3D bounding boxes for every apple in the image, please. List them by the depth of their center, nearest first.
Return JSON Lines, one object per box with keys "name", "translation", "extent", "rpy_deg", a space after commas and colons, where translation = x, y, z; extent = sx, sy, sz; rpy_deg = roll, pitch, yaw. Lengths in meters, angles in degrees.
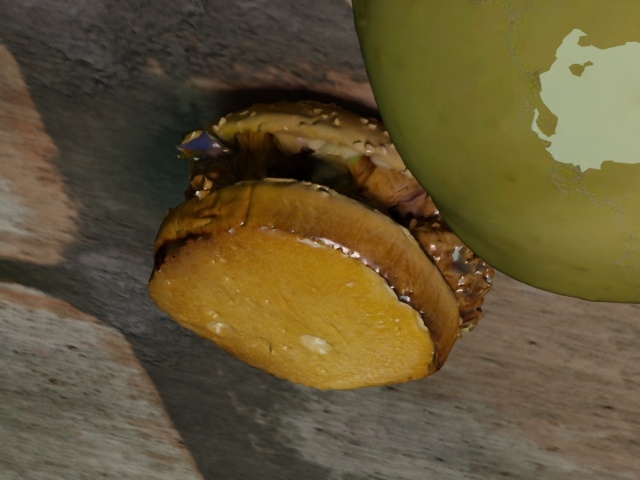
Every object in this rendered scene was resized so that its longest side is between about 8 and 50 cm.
{"name": "apple", "translation": [0.135, -0.103, 0.648], "extent": [0.279, 0.279, 0.279], "rpy_deg": [15, 149, 9]}

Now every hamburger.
{"name": "hamburger", "translation": [0.009, 0.003, 1.036], "extent": [0.191, 0.118, 0.182], "rpy_deg": [6, 150, 30]}

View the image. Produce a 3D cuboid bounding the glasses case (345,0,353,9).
{"name": "glasses case", "translation": [0.030, -0.143, 0.796], "extent": [0.083, 0.050, 0.196], "rpy_deg": [-15, 133, 38]}
